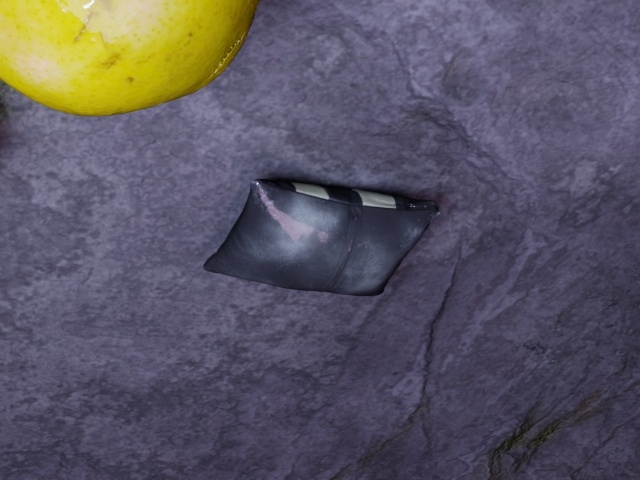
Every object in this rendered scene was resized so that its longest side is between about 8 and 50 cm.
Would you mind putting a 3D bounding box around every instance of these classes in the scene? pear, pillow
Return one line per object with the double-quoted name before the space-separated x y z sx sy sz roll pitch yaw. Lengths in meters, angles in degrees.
"pear" -0.203 -0.264 1.088 0.285 0.285 0.336 -24 119 9
"pillow" 0.000 0.000 1.551 0.250 0.106 0.186 6 141 -22
